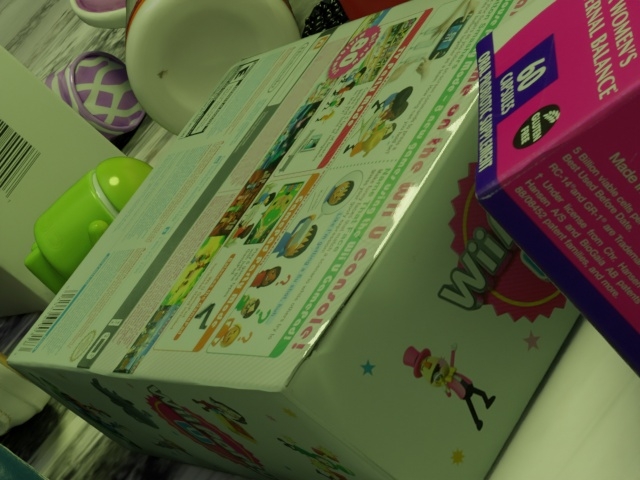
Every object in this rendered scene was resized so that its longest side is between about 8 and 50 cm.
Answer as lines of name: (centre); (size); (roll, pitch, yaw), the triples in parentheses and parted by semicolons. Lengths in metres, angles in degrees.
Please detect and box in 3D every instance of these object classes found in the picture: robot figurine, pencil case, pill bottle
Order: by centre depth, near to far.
robot figurine: (-0.150, -0.012, 1.023); (0.115, 0.067, 0.101); (-40, 14, 15)
pill bottle: (-0.082, -0.161, 1.082); (0.121, 0.121, 0.221); (-42, 21, 11)
pencil case: (-0.242, -0.094, 1.322); (0.206, 0.086, 0.088); (-25, 3, 40)

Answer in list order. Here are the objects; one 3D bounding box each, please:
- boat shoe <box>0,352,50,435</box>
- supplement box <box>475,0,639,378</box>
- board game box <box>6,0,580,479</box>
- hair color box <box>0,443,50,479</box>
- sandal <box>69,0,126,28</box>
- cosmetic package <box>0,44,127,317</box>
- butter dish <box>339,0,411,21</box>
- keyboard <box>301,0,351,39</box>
boat shoe: (-0.254, 0.115, 0.969); (0.096, 0.098, 0.277); (-56, 14, -21)
supplement box: (0.167, -0.064, 0.477); (0.220, 0.114, 0.111); (-34, 24, 24)
board game box: (0.000, 0.000, 0.693); (0.224, 0.097, 0.303); (-56, 22, -19)
hair color box: (-0.203, 0.260, 0.605); (0.174, 0.105, 0.347); (-35, 25, 29)
sandal: (-0.048, -0.328, 1.216); (0.416, 0.102, 0.169); (-32, 40, 7)
cosmetic package: (-0.294, -0.056, 1.151); (0.225, 0.224, 0.138); (-12, 41, 55)
butter dish: (0.066, -0.185, 0.859); (0.160, 0.118, 0.160); (-25, 31, 45)
keyboard: (0.051, -0.200, 1.020); (0.192, 0.038, 0.100); (-31, 26, 32)
